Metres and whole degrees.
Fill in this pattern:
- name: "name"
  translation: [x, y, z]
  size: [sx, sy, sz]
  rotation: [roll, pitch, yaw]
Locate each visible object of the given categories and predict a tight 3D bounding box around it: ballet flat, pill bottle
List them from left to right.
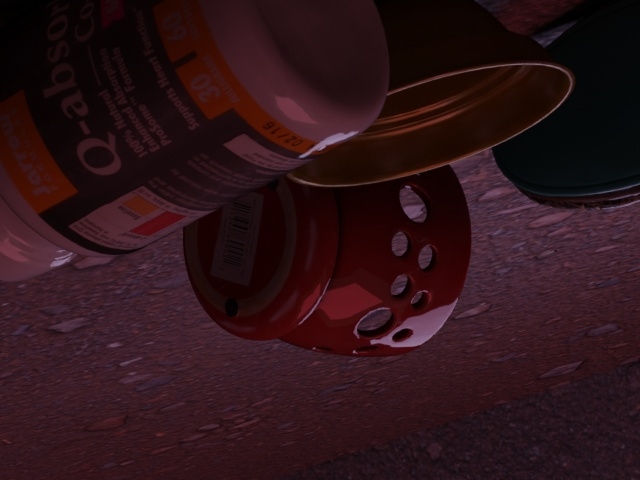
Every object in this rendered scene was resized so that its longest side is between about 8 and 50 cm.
- name: "pill bottle"
  translation: [-0.109, -0.084, 1.160]
  size: [0.278, 0.162, 0.162]
  rotation: [-26, 163, 31]
- name: "ballet flat"
  translation: [0.331, -0.154, 1.411]
  size: [0.182, 0.164, 0.483]
  rotation: [-7, 159, -37]

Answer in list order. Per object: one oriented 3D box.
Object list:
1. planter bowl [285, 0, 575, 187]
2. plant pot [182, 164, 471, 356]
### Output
- name: "planter bowl"
  translation: [0.065, -0.120, 1.369]
  size: [0.217, 0.090, 0.217]
  rotation: [-15, 166, -4]
- name: "plant pot"
  translation: [0.000, 0.000, 1.556]
  size: [0.174, 0.191, 0.191]
  rotation: [3, 156, -46]
